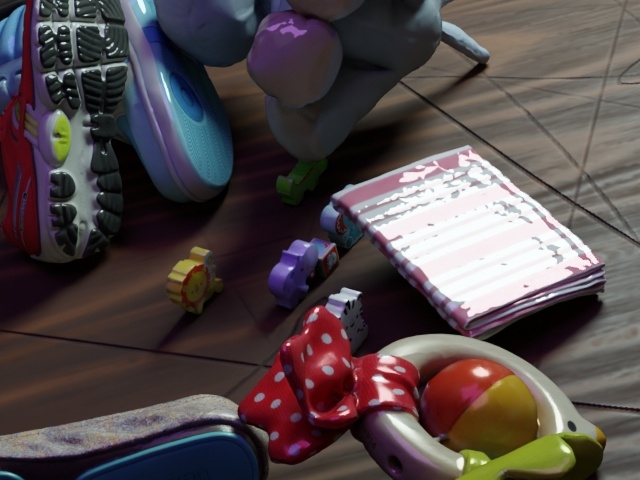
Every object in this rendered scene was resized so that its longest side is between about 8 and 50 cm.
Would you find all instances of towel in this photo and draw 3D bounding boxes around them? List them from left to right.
[{"bbox_3d":[0.116,0.000,1.297,0.144,0.029,0.197,-19,45,-27],"label":"towel"}]

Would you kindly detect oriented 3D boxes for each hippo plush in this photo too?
[{"bbox_3d":[-0.016,-0.241,1.461,0.237,0.234,0.294,32,50,29],"label":"hippo plush"}]

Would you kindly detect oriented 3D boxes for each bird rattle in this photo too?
[{"bbox_3d":[0.081,0.134,1.112,0.253,0.143,0.207,31,32,32],"label":"bird rattle"}]

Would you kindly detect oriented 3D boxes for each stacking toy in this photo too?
[{"bbox_3d":[0.000,0.000,1.357,0.167,0.052,0.221,15,46,31],"label":"stacking toy"}]

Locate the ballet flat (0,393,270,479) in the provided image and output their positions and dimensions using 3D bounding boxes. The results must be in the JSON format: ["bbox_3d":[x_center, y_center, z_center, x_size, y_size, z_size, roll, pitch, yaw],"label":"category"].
[{"bbox_3d":[-0.192,0.178,1.171,0.316,0.107,0.106,-9,20,-4],"label":"ballet flat"}]

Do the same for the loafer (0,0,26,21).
[{"bbox_3d":[-0.318,-0.238,1.725,0.220,0.080,0.078,-11,39,4],"label":"loafer"}]

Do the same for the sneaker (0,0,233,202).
[{"bbox_3d":[-0.213,-0.124,1.542,0.208,0.127,0.319,-32,54,14],"label":"sneaker"}]

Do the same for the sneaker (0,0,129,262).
[{"bbox_3d":[-0.246,-0.120,1.434,0.118,0.279,0.107,1,-3,40],"label":"sneaker"}]
